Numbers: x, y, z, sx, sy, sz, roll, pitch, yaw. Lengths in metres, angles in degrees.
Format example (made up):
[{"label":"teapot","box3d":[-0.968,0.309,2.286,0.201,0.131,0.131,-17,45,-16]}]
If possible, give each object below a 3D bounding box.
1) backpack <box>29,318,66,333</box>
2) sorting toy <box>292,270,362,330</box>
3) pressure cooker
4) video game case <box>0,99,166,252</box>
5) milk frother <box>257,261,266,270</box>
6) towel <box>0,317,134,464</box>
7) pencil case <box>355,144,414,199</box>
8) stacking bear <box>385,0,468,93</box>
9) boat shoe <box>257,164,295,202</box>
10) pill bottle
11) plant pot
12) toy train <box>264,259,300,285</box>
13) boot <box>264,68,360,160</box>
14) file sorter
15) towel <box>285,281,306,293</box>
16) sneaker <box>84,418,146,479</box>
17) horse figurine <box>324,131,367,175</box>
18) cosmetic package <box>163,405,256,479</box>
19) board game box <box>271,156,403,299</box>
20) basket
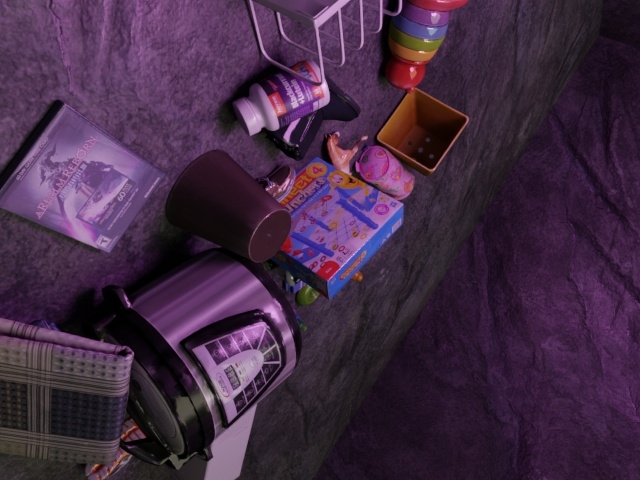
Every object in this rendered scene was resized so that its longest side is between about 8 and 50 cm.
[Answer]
[{"label":"backpack","box3d":[-0.537,0.212,1.033,0.114,0.105,0.084,-44,128,-20]},{"label":"sorting toy","box3d":[0.017,0.181,1.892,0.365,0.126,0.127,-44,150,-26]},{"label":"pressure cooker","box3d":[-0.294,0.259,1.193,0.420,0.370,0.375,-34,156,-36]},{"label":"video game case","box3d":[-0.418,-0.099,0.979,0.196,0.026,0.274,-55,154,-4]},{"label":"milk frother","box3d":[-0.217,0.068,1.426,0.129,0.143,0.135,-27,-172,-2]},{"label":"towel","box3d":[-0.514,0.276,0.981,0.056,0.324,0.312,-95,-160,-57]},{"label":"pencil case","box3d":[0.218,-0.220,1.812,0.124,0.124,0.284,-60,152,6]},{"label":"stacking bear","box3d":[0.258,-0.547,1.488,0.164,0.175,0.289,-38,155,-37]},{"label":"boat shoe","box3d":[-0.133,-0.124,1.379,0.183,0.066,0.066,-53,152,-7]},{"label":"pill bottle","box3d":[-0.087,-0.304,1.182,0.193,0.108,0.108,-29,147,-10]},{"label":"plant pot","box3d":[0.332,-0.330,1.798,0.212,0.212,0.187,-55,166,-6]},{"label":"toy train","box3d":[0.000,0.000,1.536,0.334,0.190,0.142,-32,133,-18]},{"label":"boot","box3d":[-0.019,-0.291,1.353,0.246,0.094,0.207,25,94,-56]},{"label":"file sorter","box3d":[0.016,-0.482,1.109,0.277,0.193,0.173,-47,154,-19]},{"label":"towel","box3d":[0.001,0.004,1.784,0.336,0.040,0.243,-39,146,-34]},{"label":"sneaker","box3d":[-0.523,0.550,1.452,0.215,0.084,0.083,-37,161,-28]},{"label":"horse figurine","box3d":[0.063,-0.205,1.621,0.174,0.066,0.263,-33,143,-48]},{"label":"cosmetic package","box3d":[-0.327,0.499,1.548,0.161,0.230,0.453,-24,138,-46]},{"label":"board game box","box3d":[0.006,-0.045,1.435,0.308,0.302,0.086,-45,150,-25]},{"label":"basket","box3d":[-0.187,-0.061,1.178,0.204,0.227,0.154,-52,153,-8]}]
